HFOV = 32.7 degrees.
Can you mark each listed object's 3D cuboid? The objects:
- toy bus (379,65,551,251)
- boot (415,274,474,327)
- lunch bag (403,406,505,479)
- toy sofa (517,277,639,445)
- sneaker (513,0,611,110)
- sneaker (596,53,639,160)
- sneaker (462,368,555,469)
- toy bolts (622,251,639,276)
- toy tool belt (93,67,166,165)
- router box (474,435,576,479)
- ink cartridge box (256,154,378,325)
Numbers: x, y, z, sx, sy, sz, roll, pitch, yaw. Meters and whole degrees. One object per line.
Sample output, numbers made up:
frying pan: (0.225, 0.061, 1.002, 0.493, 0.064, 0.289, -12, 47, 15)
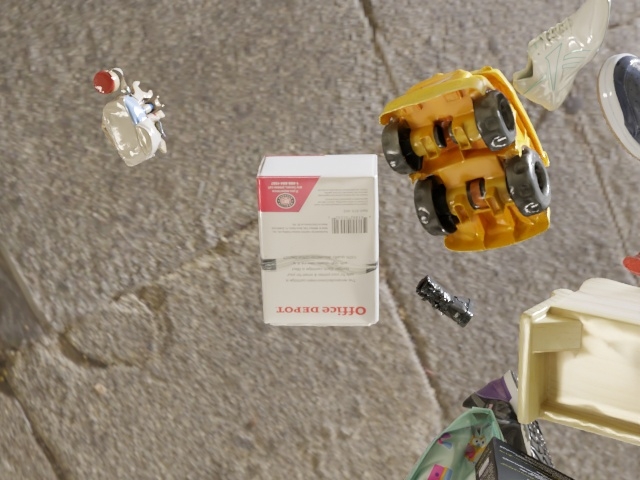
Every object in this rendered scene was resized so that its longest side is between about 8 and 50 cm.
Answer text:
toy bus: (0.186, -0.131, 1.299, 0.220, 0.150, 0.211, 56, 37, -31)
boot: (0.207, 0.097, 1.835, 0.099, 0.121, 0.045, 37, 100, -1)
lunch bag: (0.172, 0.352, 1.408, 0.160, 0.223, 0.262, 21, 75, 16)
toy sofa: (0.424, 0.162, 1.273, 0.177, 0.363, 0.150, -20, 114, -48)
sneaker: (0.262, -0.208, 1.184, 0.061, 0.053, 0.152, 20, 129, -9)
sneaker: (0.428, -0.106, 1.152, 0.282, 0.153, 0.099, 43, 64, -18)
sneaker: (0.313, 0.342, 1.861, 0.124, 0.283, 0.107, -27, 111, 11)
toy bolts: (0.519, 0.075, 1.435, 0.158, 0.228, 0.218, 39, 79, -37)
toy tool belt: (-0.159, -0.108, 0.926, 0.052, 0.051, 0.083, -19, 99, 25)
router box: (0.248, 0.282, 1.130, 0.179, 0.133, 0.046, 28, 101, 2)
ink cartridge box: (0.000, 0.000, 1.614, 0.172, 0.100, 0.237, 0, 113, 3)
